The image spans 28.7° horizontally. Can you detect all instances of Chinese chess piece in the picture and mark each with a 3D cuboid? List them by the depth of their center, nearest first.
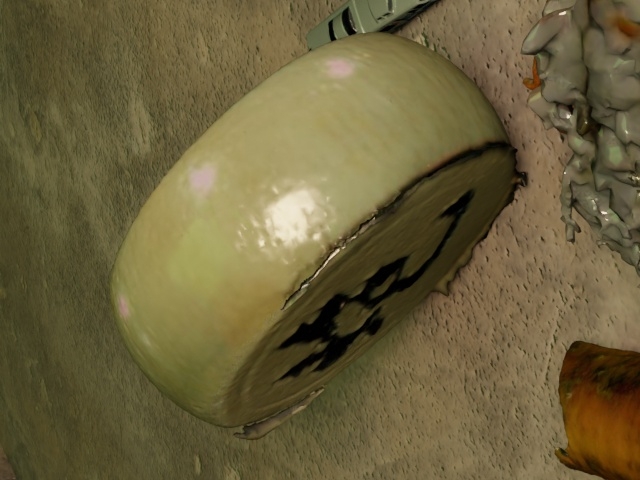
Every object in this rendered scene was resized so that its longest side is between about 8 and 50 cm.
[{"bbox_3d":[0.000,0.000,1.002,0.146,0.349,0.349,47,141,17],"label":"Chinese chess piece"}]

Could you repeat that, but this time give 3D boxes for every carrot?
[{"bbox_3d":[0.272,0.137,0.843,0.302,0.114,0.114,9,109,58],"label":"carrot"}]

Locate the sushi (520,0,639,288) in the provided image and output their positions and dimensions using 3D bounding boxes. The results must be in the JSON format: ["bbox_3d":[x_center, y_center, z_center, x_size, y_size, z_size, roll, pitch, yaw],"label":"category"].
[{"bbox_3d":[0.287,-0.051,0.588,0.417,0.176,0.417,38,154,23],"label":"sushi"}]

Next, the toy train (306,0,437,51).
[{"bbox_3d":[0.050,-0.205,1.130,0.207,0.047,0.043,-24,82,60],"label":"toy train"}]

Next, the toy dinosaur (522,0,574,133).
[{"bbox_3d":[0.213,-0.144,0.880,0.212,0.057,0.142,-2,112,60],"label":"toy dinosaur"}]
